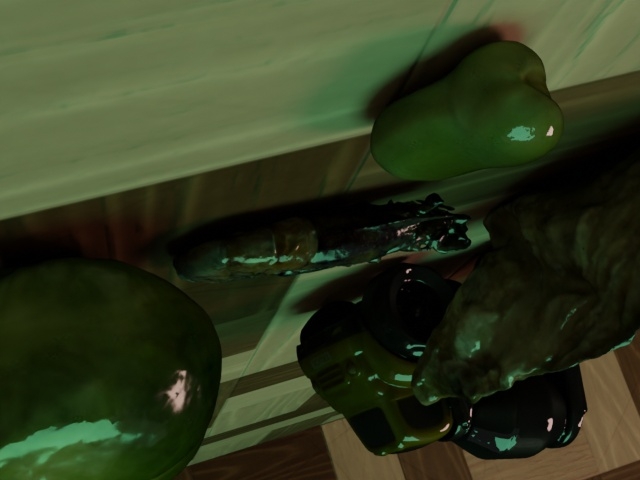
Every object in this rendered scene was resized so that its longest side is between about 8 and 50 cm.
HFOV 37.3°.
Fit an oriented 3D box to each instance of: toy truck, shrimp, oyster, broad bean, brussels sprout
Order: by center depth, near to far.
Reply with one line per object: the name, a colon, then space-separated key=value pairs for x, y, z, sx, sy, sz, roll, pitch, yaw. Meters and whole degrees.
broad bean: x=0.057 y=-0.046 z=0.367 sx=0.063 sy=0.045 sz=0.083 roll=-6 pitch=170 yaw=-37
brussels sprout: x=-0.120 y=0.069 z=0.435 sx=0.155 sy=0.117 sz=0.155 roll=-6 pitch=147 yaw=-4
shrimp: x=0.000 y=0.000 z=0.509 sx=0.161 sy=0.034 sz=0.091 roll=-8 pitch=176 yaw=-15
oyster: x=0.196 y=-0.004 z=0.579 sx=0.341 sy=0.110 sz=0.166 roll=-29 pitch=168 yaw=29
toy truck: x=0.103 y=0.103 z=0.746 sx=0.224 sy=0.165 sz=0.147 roll=-9 pitch=164 yaw=-33
